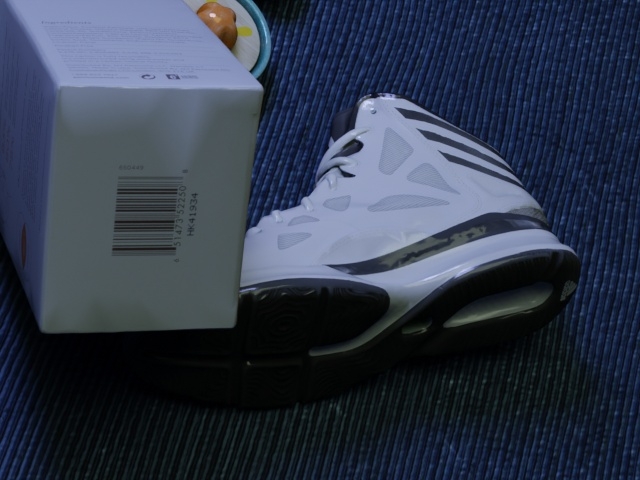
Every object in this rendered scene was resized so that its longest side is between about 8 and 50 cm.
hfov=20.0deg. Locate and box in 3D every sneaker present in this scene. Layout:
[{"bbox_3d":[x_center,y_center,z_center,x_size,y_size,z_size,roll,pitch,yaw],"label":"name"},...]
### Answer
[{"bbox_3d":[0.000,0.001,1.748,0.447,0.169,0.257,-9,49,-20],"label":"sneaker"}]

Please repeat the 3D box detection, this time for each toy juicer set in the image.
[{"bbox_3d":[-0.148,-0.220,1.823,0.209,0.089,0.329,26,58,-14],"label":"toy juicer set"}]

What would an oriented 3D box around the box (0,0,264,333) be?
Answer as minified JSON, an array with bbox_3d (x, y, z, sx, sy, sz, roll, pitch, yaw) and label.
[{"bbox_3d":[-0.185,-0.087,1.575,0.168,0.215,0.345,-1,23,-20],"label":"box"}]
